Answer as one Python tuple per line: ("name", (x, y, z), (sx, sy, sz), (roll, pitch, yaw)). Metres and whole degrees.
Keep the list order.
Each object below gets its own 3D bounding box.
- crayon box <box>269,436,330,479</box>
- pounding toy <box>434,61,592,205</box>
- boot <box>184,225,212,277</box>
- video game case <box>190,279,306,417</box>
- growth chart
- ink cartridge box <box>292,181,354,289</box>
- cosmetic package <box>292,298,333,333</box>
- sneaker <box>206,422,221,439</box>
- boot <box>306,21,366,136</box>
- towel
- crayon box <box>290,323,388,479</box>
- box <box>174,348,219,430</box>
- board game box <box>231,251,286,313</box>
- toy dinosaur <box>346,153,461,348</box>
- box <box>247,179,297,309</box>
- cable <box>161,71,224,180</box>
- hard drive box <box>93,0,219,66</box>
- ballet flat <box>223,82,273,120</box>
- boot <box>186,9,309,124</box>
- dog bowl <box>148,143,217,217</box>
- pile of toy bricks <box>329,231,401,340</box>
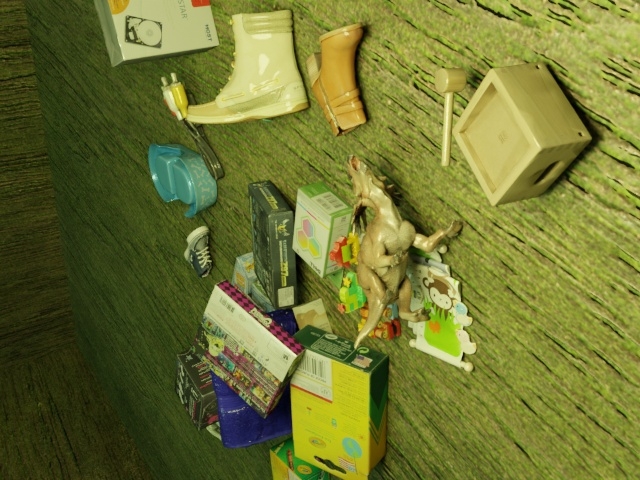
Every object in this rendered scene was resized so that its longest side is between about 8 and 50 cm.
("crayon box", (-0.045, 0.678, 1.861), (0.165, 0.081, 0.279), (25, 127, 51))
("pounding toy", (0.236, -0.155, 0.951), (0.181, 0.094, 0.206), (116, 137, -56))
("boot", (-0.327, 0.033, 1.983), (0.086, 0.069, 0.190), (55, 155, 12))
("video game case", (-0.158, 0.229, 1.496), (0.232, 0.042, 0.210), (38, 127, 18))
("growth chart", (0.191, 0.104, 1.226), (0.172, 0.021, 0.237), (5, 111, 56))
("ink cartridge box", (0.000, 0.000, 1.432), (0.109, 0.062, 0.209), (44, 140, 37))
("cosmetic package", (-0.012, 0.191, 1.561), (0.041, 0.060, 0.115), (-17, 93, 59))
("sneaker", (-0.278, 0.445, 2.022), (0.292, 0.169, 0.108), (44, 142, 39))
("boot", (0.045, -0.270, 1.208), (0.152, 0.072, 0.197), (71, 162, 3))
("towel", (-0.139, 0.330, 1.676), (0.076, 0.227, 0.308), (26, 127, 59))
("crayon box", (0.036, 0.352, 1.496), (0.202, 0.081, 0.319), (17, 122, 31))
("box", (-0.225, 0.341, 1.799), (0.142, 0.247, 0.163), (50, 144, 33))
("board game box", (-0.161, 0.137, 1.769), (0.194, 0.060, 0.194), (41, 139, 40))
("toy dinosaur", (0.100, 0.022, 1.178), (0.200, 0.127, 0.296), (31, 113, 51))
("box", (-0.106, 0.007, 1.568), (0.183, 0.059, 0.233), (-129, 33, -58))
("cable", (-0.333, -0.277, 1.805), (0.139, 0.072, 0.287), (-20, 89, 65))
("hard drive box", (-0.363, -0.496, 1.573), (0.089, 0.232, 0.181), (3, 110, 57))
("ballet flat", (-0.157, -0.302, 1.522), (0.188, 0.070, 0.070), (27, 128, 46))
("boot", (-0.159, -0.335, 1.392), (0.261, 0.095, 0.204), (-4, 104, 25))
("dog bowl", (-0.370, -0.171, 1.917), (0.297, 0.074, 0.166), (31, 132, 49))
("pile of toy bricks", (0.074, 0.100, 1.327), (0.118, 0.105, 0.212), (17, 121, 54))
